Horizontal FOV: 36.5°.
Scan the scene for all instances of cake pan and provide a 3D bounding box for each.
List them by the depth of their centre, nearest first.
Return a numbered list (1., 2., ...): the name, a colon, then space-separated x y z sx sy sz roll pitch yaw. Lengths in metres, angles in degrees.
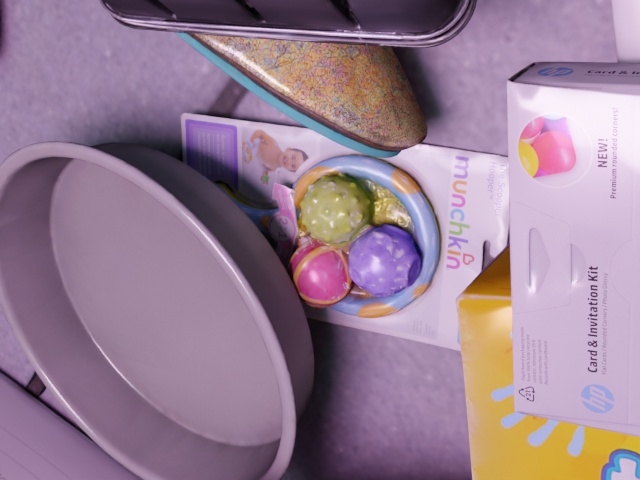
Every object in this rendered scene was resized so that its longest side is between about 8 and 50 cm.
1. cake pan: -0.122 0.056 0.692 0.293 0.054 0.293 21 129 28

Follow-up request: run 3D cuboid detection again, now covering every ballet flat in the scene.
1. ballet flat: -0.073 -0.177 0.578 0.349 0.123 0.123 32 120 13

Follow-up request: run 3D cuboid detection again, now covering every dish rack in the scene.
1. dish rack: -0.019 -0.239 0.469 0.208 0.074 0.271 7 93 16

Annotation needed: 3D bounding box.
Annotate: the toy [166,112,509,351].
1. toy: 0.000 0.000 0.639 0.237 0.056 0.136 12 114 25

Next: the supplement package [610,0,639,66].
1. supplement package: 0.218 -0.146 0.393 0.175 0.177 0.292 -3 105 30

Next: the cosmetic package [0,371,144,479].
1. cosmetic package: -0.329 0.359 0.747 0.327 0.394 0.329 32 119 16

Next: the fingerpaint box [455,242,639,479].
1. fingerpaint box: 0.282 0.217 0.494 0.371 0.163 0.444 1 107 28

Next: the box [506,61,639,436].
1. box: 0.163 0.011 0.353 0.186 0.038 0.145 6 114 28
